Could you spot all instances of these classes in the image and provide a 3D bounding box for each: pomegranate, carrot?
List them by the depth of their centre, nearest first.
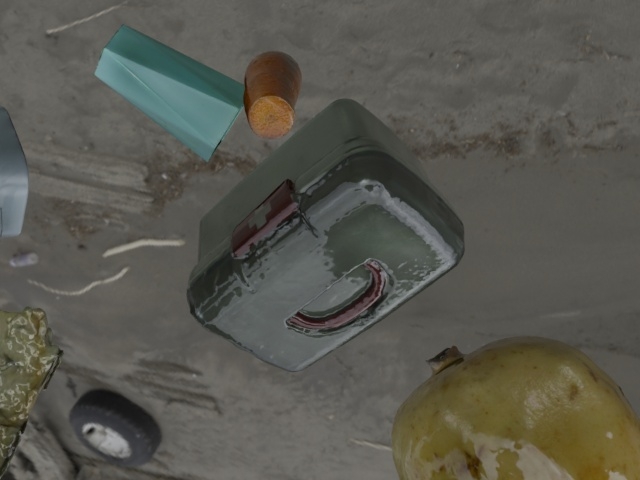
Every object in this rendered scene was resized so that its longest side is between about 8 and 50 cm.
[{"bbox_3d":[0.263,0.278,0.890,0.333,0.332,0.332,12,131,14],"label":"pomegranate"},{"bbox_3d":[-0.068,-0.210,0.905,0.087,0.193,0.087,1,118,1],"label":"carrot"}]

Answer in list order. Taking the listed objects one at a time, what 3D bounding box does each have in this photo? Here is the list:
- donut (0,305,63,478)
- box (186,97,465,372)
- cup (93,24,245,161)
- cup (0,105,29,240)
[{"bbox_3d":[-0.385,0.230,0.598,0.150,0.371,0.307,28,104,-15],"label":"donut"},{"bbox_3d":[0.000,0.000,0.540,0.210,0.129,0.148,-38,127,21],"label":"box"},{"bbox_3d":[-0.252,-0.259,1.114,0.236,0.134,0.148,33,156,-8],"label":"cup"},{"bbox_3d":[-0.283,-0.034,0.463,0.128,0.129,0.095,57,137,26],"label":"cup"}]
